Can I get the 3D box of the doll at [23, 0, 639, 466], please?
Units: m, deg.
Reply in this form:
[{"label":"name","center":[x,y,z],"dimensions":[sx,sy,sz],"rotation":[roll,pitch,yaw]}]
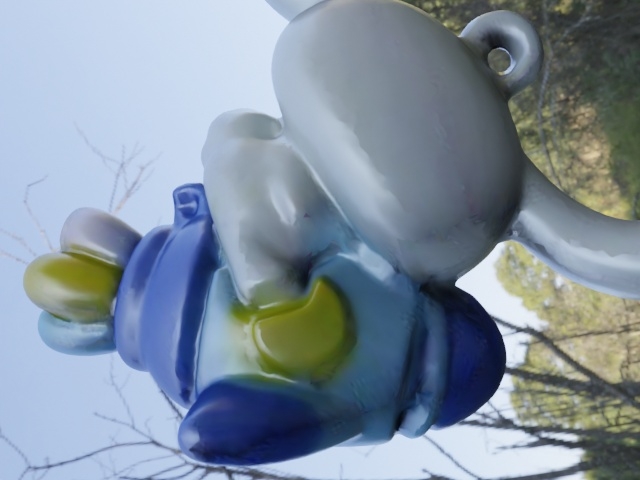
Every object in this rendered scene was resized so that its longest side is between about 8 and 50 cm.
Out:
[{"label":"doll","center":[0.004,0.002,0.472],"dimensions":[0.376,0.366,0.187],"rotation":[46,-171,31]}]
